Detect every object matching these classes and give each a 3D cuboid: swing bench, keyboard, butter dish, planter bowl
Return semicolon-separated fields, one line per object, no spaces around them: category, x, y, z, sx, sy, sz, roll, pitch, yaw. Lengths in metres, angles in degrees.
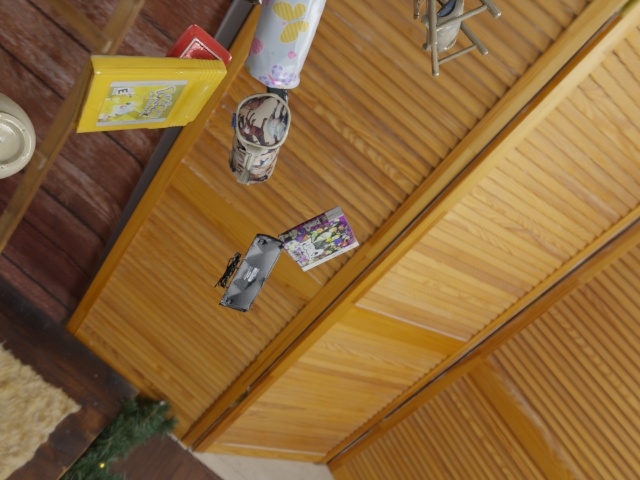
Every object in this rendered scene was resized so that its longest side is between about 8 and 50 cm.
swing bench;0.313;-0.593;1.195;0.253;0.165;0.255;-4;75;-76
keyboard;-0.165;0.064;1.060;0.100;0.192;0.038;24;13;-28
butter dish;-0.379;-0.555;1.431;0.160;0.160;0.118;30;20;-46
planter bowl;-0.563;-0.175;0.811;0.109;0.162;0.162;20;10;38

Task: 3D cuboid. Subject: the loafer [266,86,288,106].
loafer;-0.154;-0.499;1.724;0.076;0.223;0.078;1;36;13

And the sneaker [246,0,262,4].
sneaker;-0.225;-0.812;1.389;0.100;0.108;0.272;26;-18;29

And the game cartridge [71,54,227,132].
game cartridge;-0.436;-0.365;1.215;0.323;0.285;0.053;-13;81;-37

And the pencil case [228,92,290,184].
pencil case;-0.200;-0.292;1.471;0.159;0.184;0.410;31;-13;-6

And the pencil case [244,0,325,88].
pencil case;-0.054;-0.412;0.851;0.113;0.273;0.124;11;41;-17

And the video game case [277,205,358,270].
video game case;0.000;0.000;1.513;0.042;0.210;0.232;66;4;29
